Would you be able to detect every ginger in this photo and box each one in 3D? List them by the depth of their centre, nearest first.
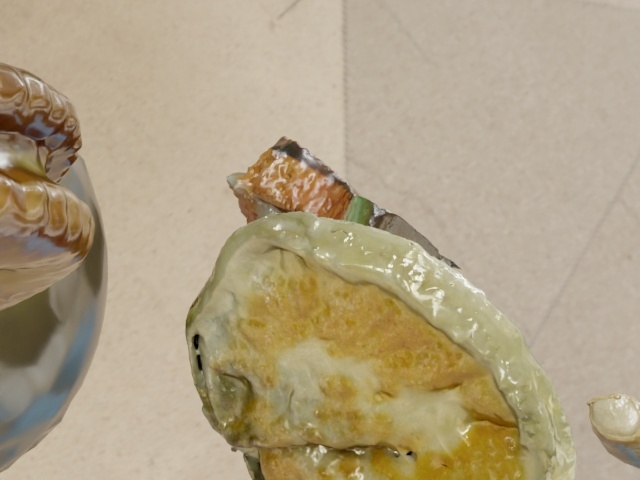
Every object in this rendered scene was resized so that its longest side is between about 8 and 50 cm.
[{"bbox_3d":[0.355,0.209,1.388,0.190,0.095,0.069,22,51,-13],"label":"ginger"}]

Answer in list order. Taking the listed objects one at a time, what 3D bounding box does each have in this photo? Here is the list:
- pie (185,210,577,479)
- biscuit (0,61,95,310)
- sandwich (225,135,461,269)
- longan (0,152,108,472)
[{"bbox_3d":[0.033,0.131,0.991,0.077,0.339,0.339,-31,88,-47],"label":"pie"},{"bbox_3d":[-0.185,0.001,0.447,0.220,0.220,0.066,-7,78,-43],"label":"biscuit"},{"bbox_3d":[0.000,0.000,1.609,0.301,0.162,0.250,35,-5,26],"label":"sandwich"},{"bbox_3d":[-0.378,0.019,1.111,0.404,0.436,0.404,2,67,-5],"label":"longan"}]
